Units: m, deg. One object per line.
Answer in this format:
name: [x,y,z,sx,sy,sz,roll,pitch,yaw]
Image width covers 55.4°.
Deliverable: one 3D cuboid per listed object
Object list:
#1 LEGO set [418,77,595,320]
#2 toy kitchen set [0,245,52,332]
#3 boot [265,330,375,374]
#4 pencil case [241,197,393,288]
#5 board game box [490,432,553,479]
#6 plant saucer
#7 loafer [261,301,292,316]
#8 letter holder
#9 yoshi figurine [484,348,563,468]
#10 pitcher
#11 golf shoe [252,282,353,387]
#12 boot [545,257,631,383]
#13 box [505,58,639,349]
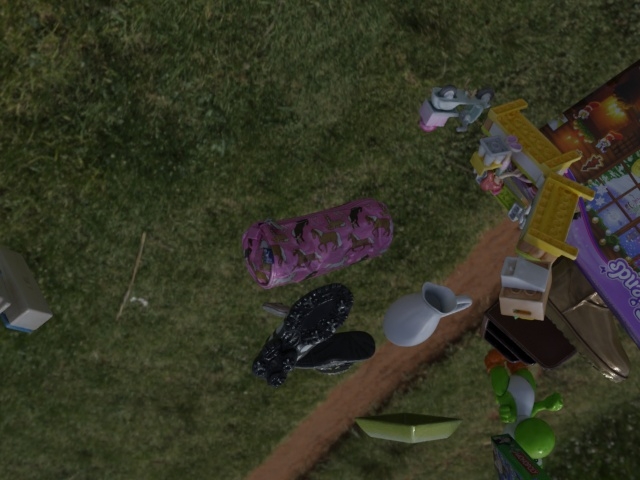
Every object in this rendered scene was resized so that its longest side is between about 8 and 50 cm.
LEGO set: [0.190,-0.032,0.618,0.132,0.287,0.107,-1,144,-12]
toy kitchen set: [-0.503,0.084,0.799,0.166,0.122,0.207,-38,157,1]
boot: [-0.013,0.255,1.345,0.236,0.085,0.179,1,157,-12]
pencil case: [0.000,0.000,1.553,0.385,0.160,0.167,-14,156,-29]
board game box: [0.422,0.586,1.231,0.046,0.213,0.318,-10,97,-5]
plant saucer: [0.208,0.442,1.439,0.188,0.045,0.188,9,168,-40]
loafer: [-0.107,0.198,1.754,0.125,0.039,0.045,17,155,18]
letter holder: [0.586,0.185,1.528,0.301,0.214,0.152,-39,153,-13]
yoshi figurine: [0.605,0.494,1.802,0.203,0.363,0.203,-18,146,23]
pitcher: [0.271,0.190,1.561,0.177,0.126,0.207,8,144,-29]
golf shoe: [-0.029,0.136,0.954,0.198,0.094,0.077,-44,92,6]
boot: [0.500,0.071,0.964,0.236,0.089,0.269,45,112,-3]
box: [0.365,-0.032,0.660,0.200,0.293,0.057,-36,167,10]
